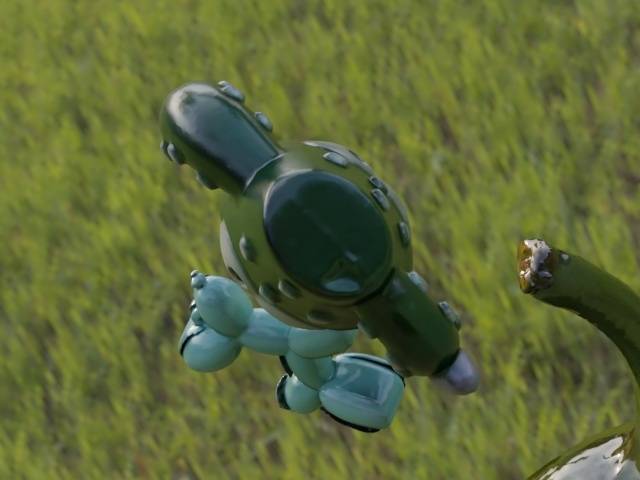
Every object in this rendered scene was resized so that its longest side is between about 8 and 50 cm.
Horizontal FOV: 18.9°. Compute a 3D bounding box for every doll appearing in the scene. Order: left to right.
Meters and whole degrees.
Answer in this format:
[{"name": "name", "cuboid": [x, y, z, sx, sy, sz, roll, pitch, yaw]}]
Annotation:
[{"name": "doll", "cuboid": [-0.030, 0.076, 1.406, 0.159, 0.159, 0.059, -6, 45, 31]}]

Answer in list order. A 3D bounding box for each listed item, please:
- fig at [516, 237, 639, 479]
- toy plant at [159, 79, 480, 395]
[{"name": "fig", "cuboid": [0.109, 0.087, 0.643, 0.149, 0.245, 0.149, -10, 34, 7]}, {"name": "toy plant", "cuboid": [-0.004, -0.004, 1.208, 0.112, 0.232, 0.243, -44, 31, -3]}]
